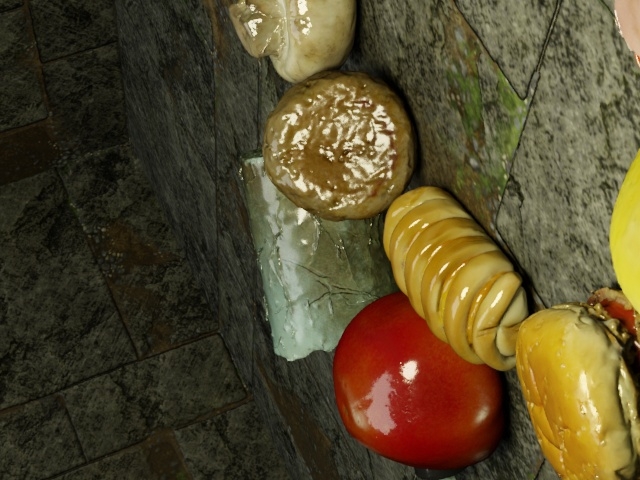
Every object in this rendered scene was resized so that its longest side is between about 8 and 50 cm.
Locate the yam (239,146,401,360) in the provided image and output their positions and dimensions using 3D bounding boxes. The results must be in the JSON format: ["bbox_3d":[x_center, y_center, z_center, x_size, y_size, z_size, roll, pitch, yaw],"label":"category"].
[{"bbox_3d":[0.000,0.000,2.123,0.241,0.241,0.348,-148,43,-66],"label":"yam"}]

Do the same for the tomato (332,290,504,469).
[{"bbox_3d":[0.138,0.220,1.976,0.298,0.226,0.299,161,90,-78],"label":"tomato"}]

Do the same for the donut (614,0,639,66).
[{"bbox_3d":[0.307,-0.225,1.156,0.117,0.065,0.166,57,159,34],"label":"donut"}]

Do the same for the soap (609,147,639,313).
[{"bbox_3d":[0.363,-0.031,0.857,0.115,0.306,0.427,31,-179,-32],"label":"soap"}]

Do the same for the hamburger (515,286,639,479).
[{"bbox_3d":[0.312,0.168,1.440,0.244,0.163,0.244,59,163,31],"label":"hamburger"}]

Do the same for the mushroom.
[{"bbox_3d":[-0.045,-0.356,1.974,0.255,0.184,0.255,59,173,12],"label":"mushroom"}]

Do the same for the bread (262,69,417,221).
[{"bbox_3d":[0.031,-0.141,1.926,0.123,0.230,0.230,-50,-59,-83],"label":"bread"}]

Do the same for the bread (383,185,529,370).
[{"bbox_3d":[0.178,0.049,1.824,0.311,0.121,0.173,-128,22,-50],"label":"bread"}]

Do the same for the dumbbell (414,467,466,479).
[{"bbox_3d":[0.222,0.429,2.181,0.100,0.100,0.191,-160,52,-70],"label":"dumbbell"}]
